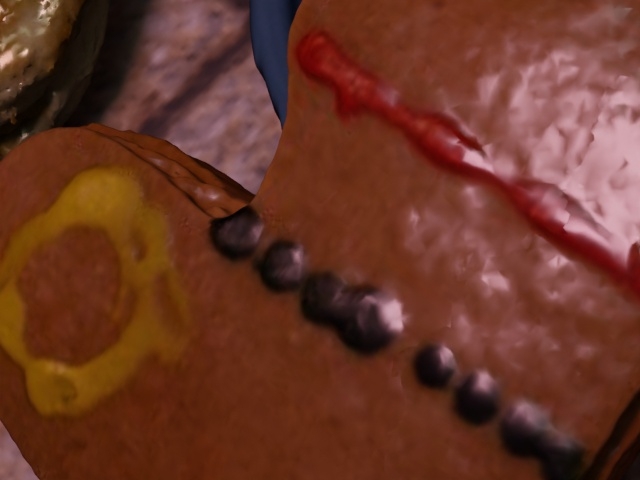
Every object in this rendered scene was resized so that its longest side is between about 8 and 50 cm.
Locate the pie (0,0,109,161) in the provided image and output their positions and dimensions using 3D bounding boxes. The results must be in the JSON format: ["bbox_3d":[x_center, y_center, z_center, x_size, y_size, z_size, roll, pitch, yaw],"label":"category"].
[{"bbox_3d":[-0.205,-0.094,0.763,0.248,0.090,0.201,10,72,20],"label":"pie"}]

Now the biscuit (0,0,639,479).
[{"bbox_3d":[-0.001,0.000,0.623,0.262,0.052,0.277,45,106,27],"label":"biscuit"}]

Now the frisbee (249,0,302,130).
[{"bbox_3d":[0.111,-0.111,0.685,0.290,0.049,0.289,-11,59,19],"label":"frisbee"}]
